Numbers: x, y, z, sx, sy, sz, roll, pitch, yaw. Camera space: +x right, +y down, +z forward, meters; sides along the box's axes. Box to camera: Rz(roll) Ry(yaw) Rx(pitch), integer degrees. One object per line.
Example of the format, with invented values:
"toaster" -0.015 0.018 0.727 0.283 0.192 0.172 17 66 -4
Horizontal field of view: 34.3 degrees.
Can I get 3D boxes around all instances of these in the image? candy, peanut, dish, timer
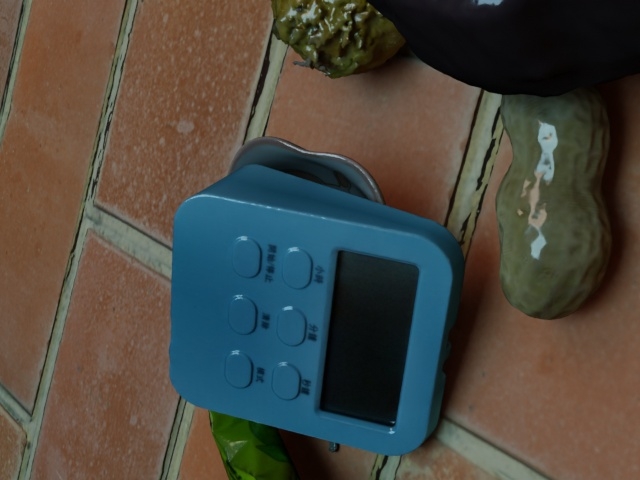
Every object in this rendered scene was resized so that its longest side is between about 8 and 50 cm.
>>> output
"candy" -0.064 0.224 1.049 0.149 0.069 0.246 78 165 -50
"peanut" 0.183 -0.051 0.828 0.104 0.086 0.228 172 102 -66
"dish" 0.000 0.000 1.000 0.229 0.081 0.229 13 117 28
"timer" -0.007 0.071 0.931 0.250 0.091 0.232 16 117 22

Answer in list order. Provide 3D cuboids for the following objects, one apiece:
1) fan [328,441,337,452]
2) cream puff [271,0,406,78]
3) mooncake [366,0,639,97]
"fan" 0.012 0.127 1.055 0.113 0.005 0.175 -10 76 47
"cream puff" 0.015 -0.248 1.009 0.189 0.129 0.189 -12 75 50
"mooncake" 0.179 -0.290 0.714 0.350 0.212 0.381 38 97 38
